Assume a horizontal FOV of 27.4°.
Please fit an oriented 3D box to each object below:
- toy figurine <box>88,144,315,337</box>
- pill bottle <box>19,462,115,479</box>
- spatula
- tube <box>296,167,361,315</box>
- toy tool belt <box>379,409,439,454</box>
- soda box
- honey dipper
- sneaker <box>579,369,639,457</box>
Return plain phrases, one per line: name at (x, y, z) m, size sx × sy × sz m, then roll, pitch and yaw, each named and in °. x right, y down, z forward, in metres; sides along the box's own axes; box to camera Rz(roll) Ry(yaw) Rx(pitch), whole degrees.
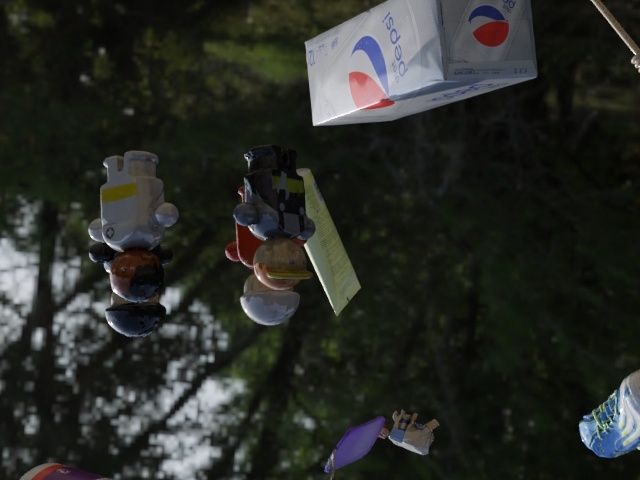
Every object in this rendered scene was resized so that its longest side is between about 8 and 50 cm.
toy figurine at (-0.111, 0.006, 1.238) m, size 0.213 × 0.148 × 0.209 m, roll -2°, pitch 169°, yaw -10°
pill bottle at (-0.322, 0.462, 2.018) m, size 0.323 × 0.181 × 0.181 m, roll 10°, pitch -172°, yaw 27°
spatula at (0.003, 0.294, 1.608) m, size 0.030 × 0.084 × 0.296 m, roll 34°, pitch -150°, yaw 12°
tube at (0.000, 0.000, 2.141) m, size 0.070 × 0.240 × 0.062 m, roll -29°, pitch -160°, yaw -10°
toy tool belt at (0.120, 0.260, 1.817) m, size 0.083 × 0.051 × 0.052 m, roll 18°, pitch 161°, yaw 30°
soda box at (0.084, -0.172, 1.233) m, size 0.098 × 0.091 × 0.286 m, roll -5°, pitch 179°, yaw -24°
honey dipper at (0.414, -0.289, 1.811) m, size 0.160 × 0.030 × 0.030 m, roll 55°, pitch -153°, yaw 16°
sneaker at (0.405, 0.246, 1.751) m, size 0.126 × 0.091 × 0.240 m, roll -24°, pitch 151°, yaw 13°
